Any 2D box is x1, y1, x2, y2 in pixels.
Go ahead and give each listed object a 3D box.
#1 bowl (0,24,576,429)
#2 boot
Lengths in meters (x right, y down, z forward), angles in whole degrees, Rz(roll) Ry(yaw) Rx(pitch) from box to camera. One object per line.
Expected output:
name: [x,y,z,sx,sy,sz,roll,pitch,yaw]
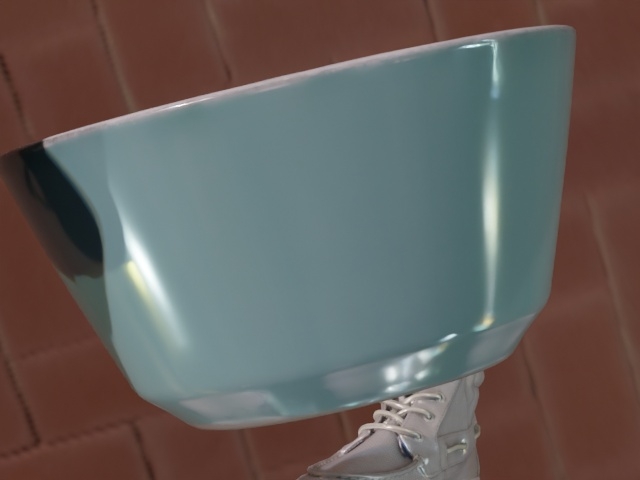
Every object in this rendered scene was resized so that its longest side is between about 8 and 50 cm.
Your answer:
bowl: [0.000,0.000,0.938,0.312,0.311,0.163,-14,92,3]
boot: [0.049,0.133,1.252,0.095,0.258,0.123,5,89,21]
